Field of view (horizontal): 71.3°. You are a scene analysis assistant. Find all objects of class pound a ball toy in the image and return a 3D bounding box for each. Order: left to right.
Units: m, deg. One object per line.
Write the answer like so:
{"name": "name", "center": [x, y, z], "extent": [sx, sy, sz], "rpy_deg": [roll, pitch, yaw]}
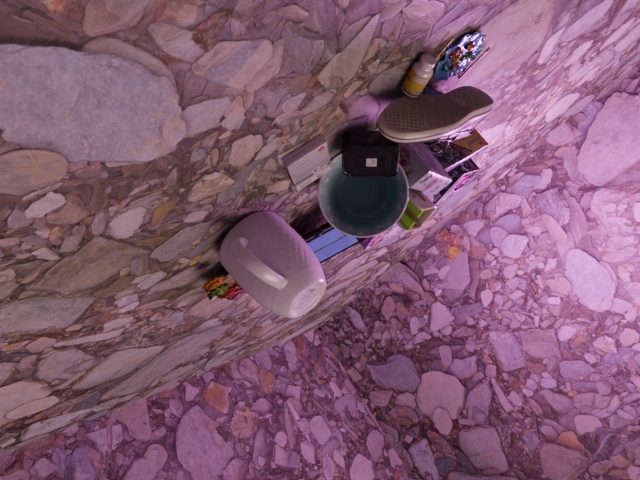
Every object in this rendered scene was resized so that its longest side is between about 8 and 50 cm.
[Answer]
{"name": "pound a ball toy", "center": [0.281, -0.167, 1.748], "extent": [0.135, 0.319, 0.208], "rpy_deg": [-12, 145, -41]}

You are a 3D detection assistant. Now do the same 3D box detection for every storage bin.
{"name": "storage bin", "center": [0.159, -0.277, 1.432], "extent": [0.180, 0.084, 0.122], "rpy_deg": [2, 140, 5]}

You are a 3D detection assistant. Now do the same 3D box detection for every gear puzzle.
{"name": "gear puzzle", "center": [-0.348, 0.179, 1.760], "extent": [0.175, 0.044, 0.339], "rpy_deg": [-36, 162, 5]}

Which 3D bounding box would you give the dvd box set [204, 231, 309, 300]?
{"name": "dvd box set", "center": [-0.255, 0.105, 1.912], "extent": [0.420, 0.062, 0.308], "rpy_deg": [-14, 153, -47]}

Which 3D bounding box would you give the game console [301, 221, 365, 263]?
{"name": "game console", "center": [0.031, 0.007, 1.903], "extent": [0.386, 0.060, 0.342], "rpy_deg": [-29, 164, 5]}

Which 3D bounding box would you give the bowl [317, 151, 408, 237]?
{"name": "bowl", "center": [0.152, -0.172, 1.599], "extent": [0.311, 0.312, 0.163], "rpy_deg": [-36, -178, 8]}

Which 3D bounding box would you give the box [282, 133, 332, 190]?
{"name": "box", "center": [-0.038, -0.243, 1.426], "extent": [0.145, 0.038, 0.186], "rpy_deg": [-33, 163, -3]}

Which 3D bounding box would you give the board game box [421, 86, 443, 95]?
{"name": "board game box", "center": [0.353, -0.453, 1.561], "extent": [0.211, 0.039, 0.160], "rpy_deg": [-6, 147, -52]}

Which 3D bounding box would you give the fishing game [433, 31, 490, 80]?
{"name": "fishing game", "center": [0.446, -0.574, 1.413], "extent": [0.264, 0.041, 0.189], "rpy_deg": [-13, 155, -49]}

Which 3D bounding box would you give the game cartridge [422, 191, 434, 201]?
{"name": "game cartridge", "center": [0.426, -0.195, 2.019], "extent": [0.062, 0.198, 0.297], "rpy_deg": [-6, -154, 42]}

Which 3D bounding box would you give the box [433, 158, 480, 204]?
{"name": "box", "center": [0.624, -0.316, 2.185], "extent": [0.142, 0.163, 0.247], "rpy_deg": [-20, 158, -33]}

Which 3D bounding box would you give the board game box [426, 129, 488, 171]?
{"name": "board game box", "center": [0.548, -0.394, 1.852], "extent": [0.243, 0.165, 0.042], "rpy_deg": [-30, 162, -11]}

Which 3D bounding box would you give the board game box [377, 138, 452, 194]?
{"name": "board game box", "center": [0.360, -0.297, 1.681], "extent": [0.097, 0.224, 0.303], "rpy_deg": [-41, 160, 24]}

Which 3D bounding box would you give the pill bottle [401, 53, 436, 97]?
{"name": "pill bottle", "center": [0.293, -0.489, 1.323], "extent": [0.065, 0.065, 0.116], "rpy_deg": [-23, 159, -31]}

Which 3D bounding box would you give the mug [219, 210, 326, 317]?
{"name": "mug", "center": [-0.167, 0.087, 1.511], "extent": [0.276, 0.328, 0.374], "rpy_deg": [-49, 153, 4]}

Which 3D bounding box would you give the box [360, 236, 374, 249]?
{"name": "box", "center": [0.385, -0.065, 2.593], "extent": [0.293, 0.057, 0.201], "rpy_deg": [-25, 161, -25]}

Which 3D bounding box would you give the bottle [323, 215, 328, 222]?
{"name": "bottle", "center": [0.139, -0.146, 1.896], "extent": [0.282, 0.092, 0.118], "rpy_deg": [-22, 156, -33]}

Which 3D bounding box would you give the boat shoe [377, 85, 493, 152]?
{"name": "boat shoe", "center": [0.370, -0.378, 1.440], "extent": [0.500, 0.187, 0.156], "rpy_deg": [-24, 153, -36]}
